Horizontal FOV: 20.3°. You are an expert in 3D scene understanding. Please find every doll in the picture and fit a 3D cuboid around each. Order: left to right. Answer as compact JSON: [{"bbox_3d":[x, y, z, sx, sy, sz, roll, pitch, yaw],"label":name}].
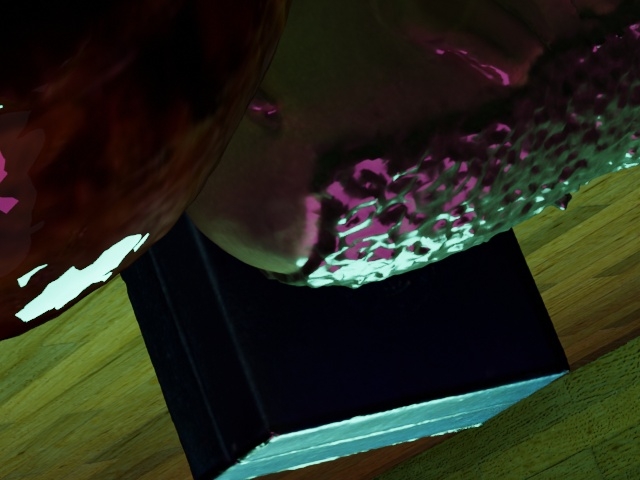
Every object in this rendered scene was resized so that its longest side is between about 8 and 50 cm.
[{"bbox_3d":[0.072,-0.107,1.063,0.349,0.247,0.247,-10,162,-21],"label":"doll"}]

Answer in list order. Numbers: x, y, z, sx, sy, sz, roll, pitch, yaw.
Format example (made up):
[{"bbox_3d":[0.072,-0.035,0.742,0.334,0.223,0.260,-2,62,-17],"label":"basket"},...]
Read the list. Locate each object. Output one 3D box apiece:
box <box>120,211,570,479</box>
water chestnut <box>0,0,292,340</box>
[{"bbox_3d":[0.000,0.000,1.215,0.261,0.279,0.116,-9,159,-37],"label":"box"},{"bbox_3d":[-0.151,-0.132,0.480,0.350,0.350,0.302,-13,165,-26],"label":"water chestnut"}]
